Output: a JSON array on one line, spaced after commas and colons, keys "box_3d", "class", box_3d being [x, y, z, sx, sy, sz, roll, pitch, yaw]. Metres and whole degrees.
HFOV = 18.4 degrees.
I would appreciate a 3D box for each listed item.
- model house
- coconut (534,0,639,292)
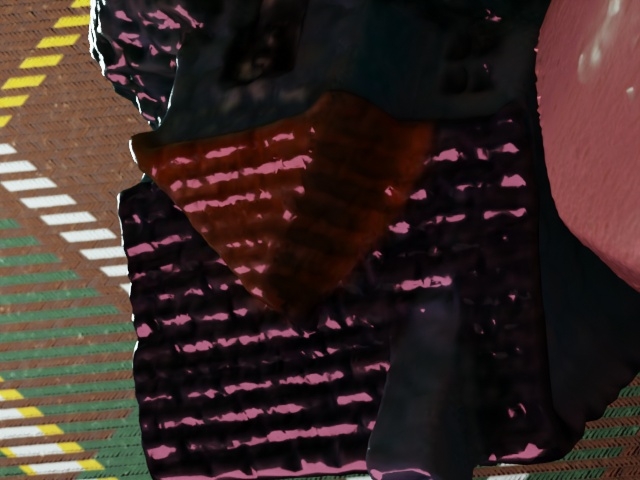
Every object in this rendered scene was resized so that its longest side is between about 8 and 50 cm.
[{"box_3d": [0.000, 0.000, 0.872, 0.261, 0.241, 0.226, -12, 139, 41], "class": "model house"}, {"box_3d": [0.199, -0.060, 0.731, 0.237, 0.237, 0.266, 40, 143, 22], "class": "coconut"}]
